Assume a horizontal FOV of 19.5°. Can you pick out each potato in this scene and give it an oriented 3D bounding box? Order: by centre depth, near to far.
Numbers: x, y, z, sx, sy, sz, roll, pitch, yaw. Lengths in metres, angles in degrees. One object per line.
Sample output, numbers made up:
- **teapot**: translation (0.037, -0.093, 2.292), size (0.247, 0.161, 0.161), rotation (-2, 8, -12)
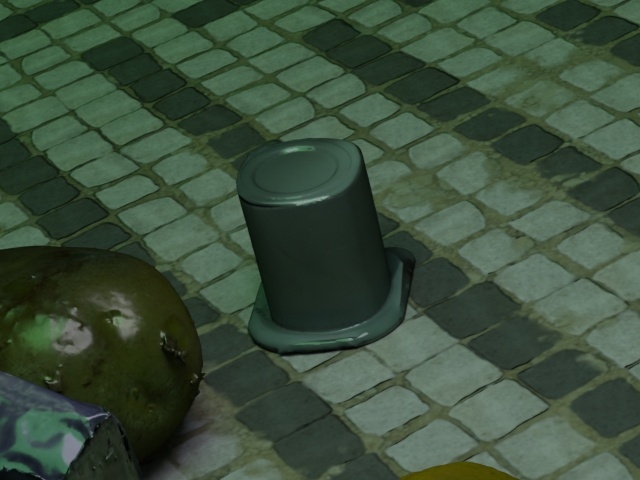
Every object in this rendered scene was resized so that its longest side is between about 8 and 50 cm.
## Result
- **potato**: translation (-0.281, 0.111, 1.986), size (0.270, 0.219, 0.359), rotation (-15, 21, -30)

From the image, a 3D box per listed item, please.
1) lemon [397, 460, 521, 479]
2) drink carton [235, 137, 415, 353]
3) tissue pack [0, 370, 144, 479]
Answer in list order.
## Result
- **lemon**: translation (0.102, 0.293, 1.548), size (0.204, 0.204, 0.260), rotation (15, 46, 40)
- **drink carton**: translation (0.000, 0.000, 2.085), size (0.186, 0.189, 0.191), rotation (-1, 34, 13)
- **tissue pack**: translation (-0.338, 0.210, 1.763), size (0.344, 0.242, 0.125), rotation (17, 55, 22)
